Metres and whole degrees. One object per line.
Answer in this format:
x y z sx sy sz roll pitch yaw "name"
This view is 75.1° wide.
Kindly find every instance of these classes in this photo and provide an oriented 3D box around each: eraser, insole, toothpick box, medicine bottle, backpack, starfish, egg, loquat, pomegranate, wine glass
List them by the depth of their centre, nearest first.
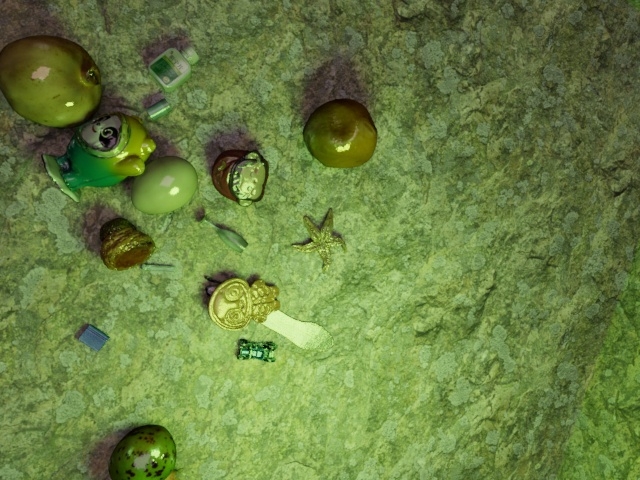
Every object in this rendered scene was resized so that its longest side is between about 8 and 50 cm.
-0.879 -0.529 1.384 0.319 0.319 0.319 0 89 -14 "pomegranate"
-0.588 0.781 1.476 0.286 0.231 0.231 37 81 -21 "pomegranate"
-0.565 -0.196 1.507 0.254 0.188 0.188 -37 98 -7 "egg"
-0.822 0.355 1.516 0.085 0.027 0.063 38 80 -10 "eraser"
-0.609 -0.493 1.572 0.083 0.052 0.052 -35 97 -11 "toothpick box"
-0.552 -0.660 1.581 0.183 0.069 0.119 -44 97 -12 "medicine bottle"
-0.311 -0.252 1.604 0.229 0.139 0.229 -4 109 -13 "backpack"
-0.374 -0.026 1.620 0.198 0.066 0.066 37 81 -13 "wine glass"
0.081 -0.412 1.645 0.284 0.276 0.276 -25 95 3 "loquat"
-0.100 0.364 1.706 0.348 0.009 0.119 30 83 -12 "insole"
0.000 0.000 1.723 0.236 0.062 0.277 6 92 -8 "starfish"

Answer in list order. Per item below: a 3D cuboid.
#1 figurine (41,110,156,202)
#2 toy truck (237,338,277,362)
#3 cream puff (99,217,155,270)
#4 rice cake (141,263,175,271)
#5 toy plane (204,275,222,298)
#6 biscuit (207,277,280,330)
-0.747 -0.301 1.449 0.340 0.231 0.323 -30 61 -6 "figurine"
-0.246 0.438 1.634 0.154 0.078 0.080 9 88 -14 "toy truck"
-0.709 -0.003 1.499 0.183 0.183 0.169 -32 73 -12 "cream puff"
-0.611 0.105 1.576 0.121 0.021 0.022 6 78 -13 "rice cake"
-0.371 0.209 1.621 0.197 0.053 0.078 23 75 -9 "toy plane"
-0.286 0.242 1.600 0.289 0.044 0.202 1 89 -27 "biscuit"
